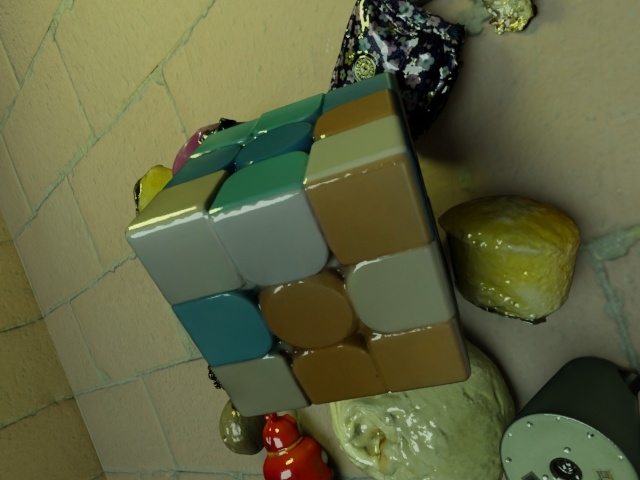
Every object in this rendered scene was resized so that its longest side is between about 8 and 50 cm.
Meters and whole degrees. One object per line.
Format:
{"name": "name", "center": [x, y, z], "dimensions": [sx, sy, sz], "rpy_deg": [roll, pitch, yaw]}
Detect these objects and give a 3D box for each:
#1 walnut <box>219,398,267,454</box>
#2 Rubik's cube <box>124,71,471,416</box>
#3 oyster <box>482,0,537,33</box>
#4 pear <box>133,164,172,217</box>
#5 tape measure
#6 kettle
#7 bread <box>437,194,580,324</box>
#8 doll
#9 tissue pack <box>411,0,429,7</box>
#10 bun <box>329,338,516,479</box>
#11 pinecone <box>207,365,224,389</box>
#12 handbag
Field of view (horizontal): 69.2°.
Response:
{"name": "walnut", "center": [-0.214, 0.521, 1.308], "dimensions": [0.140, 0.140, 0.162], "rpy_deg": [-35, 96, 40]}
{"name": "Rubik's cube", "center": [0.000, 0.000, 0.695], "dimensions": [0.345, 0.346, 0.346], "rpy_deg": [-14, 121, 13]}
{"name": "oyster", "center": [0.275, -0.377, 0.689], "dimensions": [0.086, 0.029, 0.132], "rpy_deg": [9, 122, 54]}
{"name": "pear", "center": [-0.335, -0.076, 1.206], "dimensions": [0.178, 0.267, 0.266], "rpy_deg": [-8, 100, 8]}
{"name": "tape measure", "center": [-0.196, -0.158, 1.021], "dimensions": [0.149, 0.232, 0.245], "rpy_deg": [45, 131, 20]}
{"name": "kettle", "center": [0.364, 0.284, 0.687], "dimensions": [0.160, 0.243, 0.210], "rpy_deg": [53, 127, 16]}
{"name": "bread", "center": [0.282, 0.018, 0.705], "dimensions": [0.197, 0.197, 0.170], "rpy_deg": [10, 117, 37]}
{"name": "doll", "center": [-0.057, 0.594, 1.182], "dimensions": [0.183, 0.160, 0.363], "rpy_deg": [-32, 82, 48]}
{"name": "tissue pack", "center": [0.154, -0.433, 0.773], "dimensions": [0.063, 0.035, 0.083], "rpy_deg": [-14, 96, 41]}
{"name": "bun", "center": [0.171, 0.335, 0.871], "dimensions": [0.352, 0.227, 0.349], "rpy_deg": [51, 127, 13]}
{"name": "pinecone", "center": [-0.244, 0.350, 1.288], "dimensions": [0.140, 0.140, 0.120], "rpy_deg": [33, 155, 27]}
{"name": "handbag", "center": [0.125, -0.281, 0.784], "dimensions": [0.208, 0.127, 0.228], "rpy_deg": [41, 133, 15]}
